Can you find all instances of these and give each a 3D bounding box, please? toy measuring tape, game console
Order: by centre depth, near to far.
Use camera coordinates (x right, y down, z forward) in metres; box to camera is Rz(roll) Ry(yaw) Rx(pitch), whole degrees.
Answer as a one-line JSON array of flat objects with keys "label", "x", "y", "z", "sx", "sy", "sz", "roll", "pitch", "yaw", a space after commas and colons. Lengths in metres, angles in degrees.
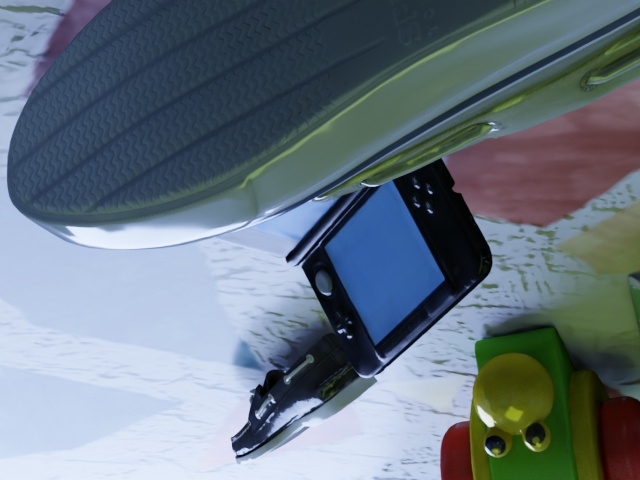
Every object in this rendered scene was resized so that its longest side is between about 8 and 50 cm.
[{"label": "game console", "x": 0.000, "y": 0.000, "z": 0.788, "sx": 0.071, "sy": 0.107, "sz": 0.122, "roll": -17, "pitch": 162, "yaw": -33}, {"label": "toy measuring tape", "x": 0.143, "y": 0.155, "z": 1.020, "sx": 0.121, "sy": 0.121, "sz": 0.330, "roll": -10, "pitch": 150, "yaw": 16}]

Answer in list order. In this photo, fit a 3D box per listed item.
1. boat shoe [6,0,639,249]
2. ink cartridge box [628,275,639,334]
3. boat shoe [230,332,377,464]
[{"label": "boat shoe", "x": 0.025, "y": -0.061, "z": 0.643, "sx": 0.302, "sy": 0.109, "sz": 0.094, "roll": -21, "pitch": 147, "yaw": 26}, {"label": "ink cartridge box", "x": 0.247, "y": 0.119, "z": 0.921, "sx": 0.056, "sy": 0.171, "sz": 0.235, "roll": -37, "pitch": 135, "yaw": -21}, {"label": "boat shoe", "x": -0.017, "y": 0.085, "z": 0.968, "sx": 0.046, "sy": 0.038, "sz": 0.125, "roll": -33, "pitch": 177, "yaw": -35}]
